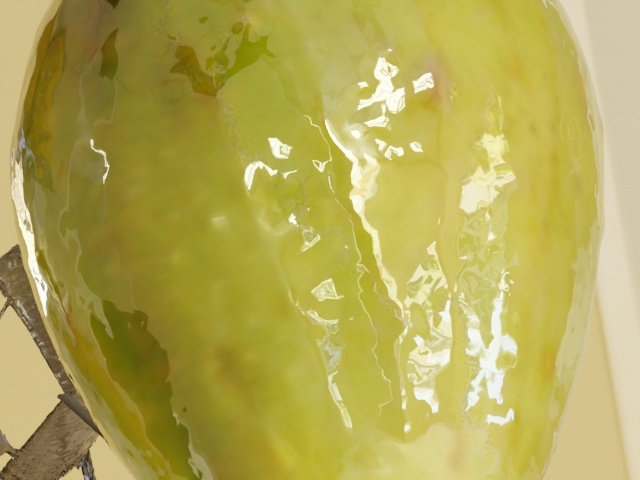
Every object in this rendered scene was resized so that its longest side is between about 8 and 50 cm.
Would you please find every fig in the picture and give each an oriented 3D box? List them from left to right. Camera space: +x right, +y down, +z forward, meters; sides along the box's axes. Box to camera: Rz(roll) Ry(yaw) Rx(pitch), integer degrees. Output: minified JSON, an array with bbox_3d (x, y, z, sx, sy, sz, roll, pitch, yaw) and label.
[{"bbox_3d":[0.000,0.000,0.759,0.258,0.326,0.258,-6,147,-4],"label":"fig"}]

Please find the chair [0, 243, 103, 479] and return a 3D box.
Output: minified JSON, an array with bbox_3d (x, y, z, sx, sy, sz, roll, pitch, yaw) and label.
[{"bbox_3d":[-0.170,0.117,1.263,0.149,0.213,0.174,-47,160,26],"label":"chair"}]
